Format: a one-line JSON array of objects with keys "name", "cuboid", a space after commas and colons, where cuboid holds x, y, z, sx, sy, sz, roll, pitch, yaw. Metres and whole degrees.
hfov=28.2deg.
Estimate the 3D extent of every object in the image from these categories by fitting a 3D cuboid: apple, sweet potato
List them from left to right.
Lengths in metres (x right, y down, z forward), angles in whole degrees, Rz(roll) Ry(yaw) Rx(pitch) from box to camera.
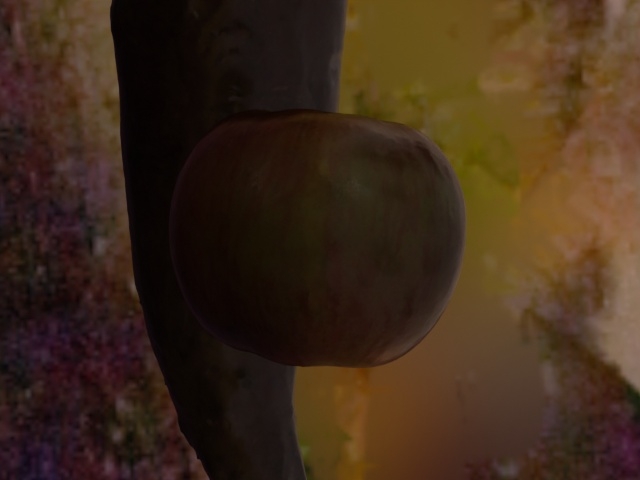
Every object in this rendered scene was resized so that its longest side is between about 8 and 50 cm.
[{"name": "sweet potato", "cuboid": [-0.048, -0.042, 0.685, 0.130, 0.130, 0.423, -38, 129, -82]}, {"name": "apple", "cuboid": [-0.002, 0.000, 0.521, 0.126, 0.126, 0.102, 15, 84, -83]}]
